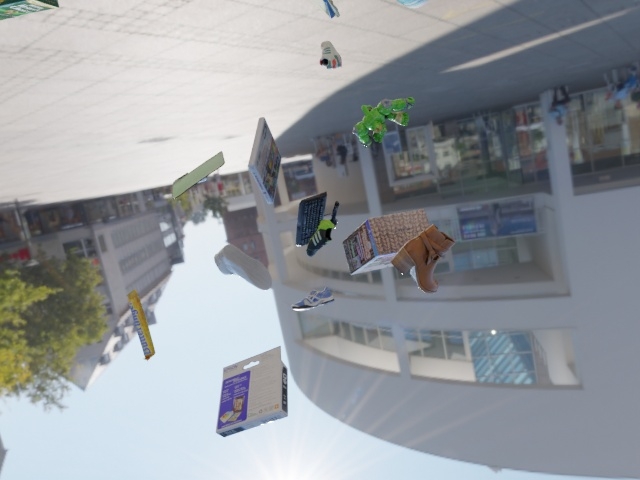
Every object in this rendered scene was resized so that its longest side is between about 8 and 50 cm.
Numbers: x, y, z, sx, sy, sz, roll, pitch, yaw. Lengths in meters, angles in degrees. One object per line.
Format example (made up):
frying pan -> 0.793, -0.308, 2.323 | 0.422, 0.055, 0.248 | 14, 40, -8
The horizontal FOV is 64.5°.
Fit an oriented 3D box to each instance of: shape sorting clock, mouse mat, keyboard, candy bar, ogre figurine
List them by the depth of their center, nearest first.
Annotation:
candy bar -> -0.392, 0.186, 1.110 | 0.040, 0.161, 0.018 | -35, 159, 34
ogre figurine -> 0.169, -0.343, 1.455 | 0.197, 0.096, 0.118 | -16, 171, 39
mouse mat -> -0.364, -0.196, 1.506 | 0.190, 0.007, 0.152 | -35, -152, 3
shape sorting clock -> -0.006, -0.882, 1.820 | 0.040, 0.206, 0.206 | -47, -173, 6
keyboard -> -0.004, -0.088, 2.087 | 0.202, 0.033, 0.317 | -21, 151, -19

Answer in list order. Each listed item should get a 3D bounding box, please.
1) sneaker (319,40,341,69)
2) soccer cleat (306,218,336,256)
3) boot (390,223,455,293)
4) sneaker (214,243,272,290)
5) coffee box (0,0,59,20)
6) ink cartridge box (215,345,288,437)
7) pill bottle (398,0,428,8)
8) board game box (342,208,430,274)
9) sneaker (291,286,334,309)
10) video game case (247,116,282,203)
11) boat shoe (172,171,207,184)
sneaker -> 0.022, -0.732, 2.006 | 0.075, 0.161, 0.057 | -22, 148, -11
soccer cleat -> 0.000, 0.000, 2.014 | 0.072, 0.178, 0.060 | 40, -155, 28
boot -> 0.297, 0.053, 1.343 | 0.152, 0.197, 0.073 | -44, -141, 14
sneaker -> -0.372, 0.139, 2.411 | 0.169, 0.292, 0.108 | -27, -156, 55
coffee box -> -0.779, -0.601, 1.283 | 0.184, 0.040, 0.113 | -7, -167, 8
ink cartridge box -> -0.187, 0.418, 1.409 | 0.206, 0.045, 0.208 | -23, -140, 17
pill bottle -> 0.264, -0.874, 1.666 | 0.146, 0.146, 0.264 | -5, 180, 38
board game box -> 0.247, 0.010, 1.908 | 0.232, 0.141, 0.291 | -10, 166, -20
sneaker -> -0.042, 0.292, 2.492 | 0.211, 0.081, 0.080 | -15, 166, -7
video game case -> -0.169, -0.247, 1.577 | 0.023, 0.201, 0.183 | -3, 146, 15
boat shoe -> -0.464, -0.223, 1.806 | 0.142, 0.040, 0.049 | -11, 163, 21
